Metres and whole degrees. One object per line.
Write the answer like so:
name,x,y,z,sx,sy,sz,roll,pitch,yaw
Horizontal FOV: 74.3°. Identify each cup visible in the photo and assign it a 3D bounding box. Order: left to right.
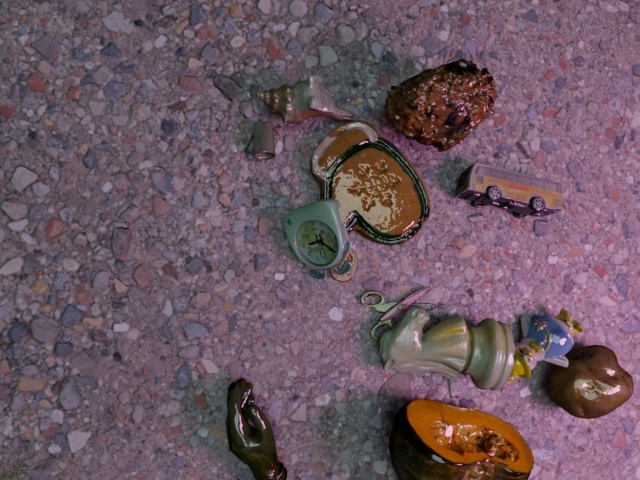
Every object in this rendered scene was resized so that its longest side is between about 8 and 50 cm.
cup,-0.148,-0.250,1.063,0.055,0.075,0.083,4,80,-43

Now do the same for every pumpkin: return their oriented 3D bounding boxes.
pumpkin,0.296,0.514,0.997,0.325,0.242,0.232,18,113,-10

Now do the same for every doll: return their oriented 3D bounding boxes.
doll,0.552,0.271,1.081,0.241,0.099,0.135,-32,95,-10

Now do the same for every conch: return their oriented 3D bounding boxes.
conch,-0.034,-0.347,1.029,0.234,0.137,0.114,-3,101,5

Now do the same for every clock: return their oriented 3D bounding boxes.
clock,0.000,0.001,1.023,0.148,0.060,0.188,-13,99,29

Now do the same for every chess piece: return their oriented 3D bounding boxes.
chess piece,0.295,0.255,1.031,0.298,0.176,0.175,9,85,4

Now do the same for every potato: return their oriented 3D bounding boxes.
potato,0.684,0.362,1.074,0.200,0.137,0.154,-33,64,-9

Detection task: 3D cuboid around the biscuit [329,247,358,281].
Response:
biscuit,0.055,0.058,1.076,0.078,0.015,0.091,18,84,-4

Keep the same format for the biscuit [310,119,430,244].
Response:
biscuit,0.110,-0.125,1.075,0.287,0.057,0.343,-40,91,-8

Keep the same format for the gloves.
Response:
gloves,-0.158,0.452,0.975,0.107,0.135,0.268,-19,90,-49

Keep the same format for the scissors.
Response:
scissors,0.204,0.174,1.083,0.187,0.020,0.133,-18,91,-6

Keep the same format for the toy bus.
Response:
toy bus,0.495,-0.128,1.108,0.268,0.092,0.106,12,76,-6

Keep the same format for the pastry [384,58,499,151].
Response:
pastry,0.289,-0.314,1.021,0.275,0.275,0.192,-19,96,-8
